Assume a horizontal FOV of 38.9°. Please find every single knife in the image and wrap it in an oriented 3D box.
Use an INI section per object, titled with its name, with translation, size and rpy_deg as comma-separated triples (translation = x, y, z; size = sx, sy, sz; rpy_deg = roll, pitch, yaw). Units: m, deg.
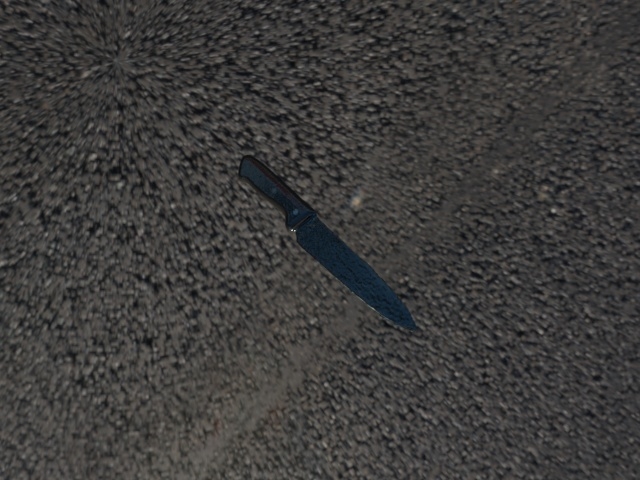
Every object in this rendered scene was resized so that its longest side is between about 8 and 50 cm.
[knife]
translation = 0.000, 0.000, 0.551
size = 0.023, 0.170, 0.010
rpy_deg = -52, 149, 9
